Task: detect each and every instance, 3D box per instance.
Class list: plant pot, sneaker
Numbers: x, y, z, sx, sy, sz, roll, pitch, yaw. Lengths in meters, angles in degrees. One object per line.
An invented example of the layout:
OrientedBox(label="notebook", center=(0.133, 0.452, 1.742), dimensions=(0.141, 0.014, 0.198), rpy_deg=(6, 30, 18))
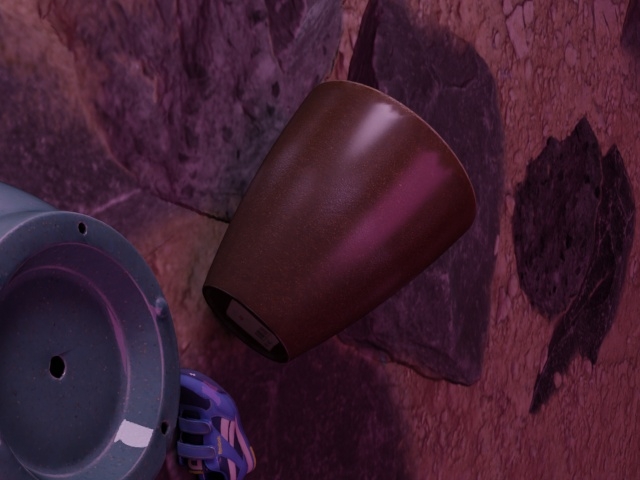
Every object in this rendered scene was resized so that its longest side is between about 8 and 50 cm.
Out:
OrientedBox(label="plant pot", center=(0.000, 0.000, 0.883), dimensions=(0.230, 0.215, 0.215), rpy_deg=(-49, 130, -23))
OrientedBox(label="plant pot", center=(-0.209, 0.083, 0.529), dimensions=(0.293, 0.196, 0.293), rpy_deg=(34, 51, -54))
OrientedBox(label="sneaker", center=(-0.107, 0.184, 0.850), dimensions=(0.059, 0.053, 0.144), rpy_deg=(-46, 126, -40))
